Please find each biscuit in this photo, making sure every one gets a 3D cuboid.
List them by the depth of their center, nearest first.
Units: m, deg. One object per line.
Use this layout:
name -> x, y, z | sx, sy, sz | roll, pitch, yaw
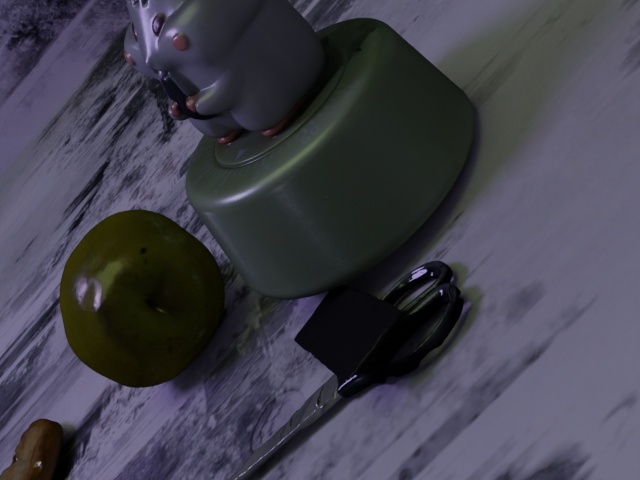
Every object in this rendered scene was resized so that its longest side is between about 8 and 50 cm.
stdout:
biscuit -> -0.387, 0.349, 1.249 | 0.154, 0.045, 0.299 | -20, 39, 51

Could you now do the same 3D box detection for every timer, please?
timer -> -0.057, -0.145, 0.969 | 0.290, 0.315, 0.291 | -32, 30, 22

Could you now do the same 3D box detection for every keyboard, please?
keyboard -> 0.021, 0.078, 0.900 | 0.074, 0.015, 0.196 | -57, 14, -4

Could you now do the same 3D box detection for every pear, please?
pear -> -0.201, 0.065, 1.138 | 0.198, 0.198, 0.198 | -40, 28, 26

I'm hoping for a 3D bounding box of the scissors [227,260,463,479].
scissors -> 0.008, 0.133, 0.882 | 0.300, 0.022, 0.109 | -46, 22, 17
